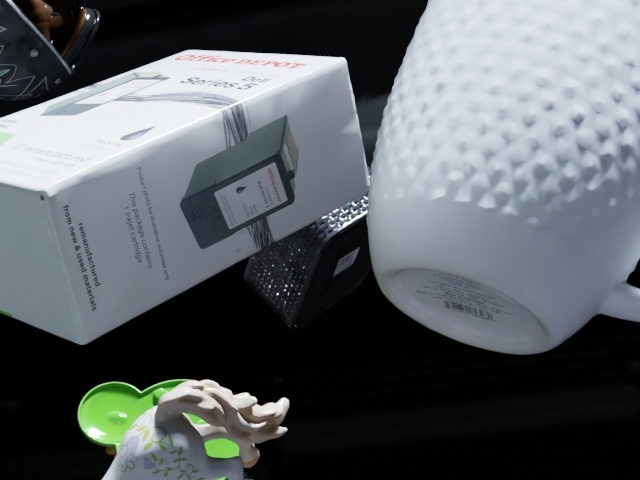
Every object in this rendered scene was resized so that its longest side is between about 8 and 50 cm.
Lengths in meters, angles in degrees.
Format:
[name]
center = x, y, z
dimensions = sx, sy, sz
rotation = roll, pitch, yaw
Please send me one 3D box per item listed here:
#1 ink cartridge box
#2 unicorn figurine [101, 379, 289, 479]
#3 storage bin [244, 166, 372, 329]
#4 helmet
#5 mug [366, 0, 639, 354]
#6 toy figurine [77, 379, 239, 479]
[ink cartridge box]
center = -0.129, -0.048, 0.901
dimensions = 0.198, 0.273, 0.114
rotation = 12, -58, 45
[unicorn figurine]
center = -0.087, 0.133, 0.578
dimensions = 0.111, 0.060, 0.162
rotation = 28, -96, -44
[storage bin]
center = 0.000, 0.000, 1.340
dimensions = 0.084, 0.122, 0.180
rotation = 46, -35, 18
[helmet]
center = -0.339, -0.234, 1.351
dimensions = 0.169, 0.161, 0.169
rotation = 18, -30, 11
[mug]
center = 0.231, -0.061, 1.109
dimensions = 0.374, 0.328, 0.276
rotation = 20, -20, 10
[toy figurine]
center = -0.166, 0.233, 1.280
dimensions = 0.173, 0.130, 0.159
rotation = 17, -35, 6
